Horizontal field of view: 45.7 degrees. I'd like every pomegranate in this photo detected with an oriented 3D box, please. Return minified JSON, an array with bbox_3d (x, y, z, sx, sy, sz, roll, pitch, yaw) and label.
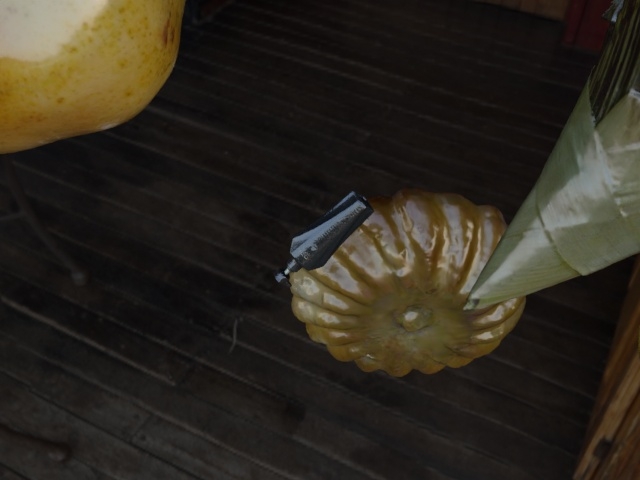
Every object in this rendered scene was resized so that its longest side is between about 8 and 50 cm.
[{"bbox_3d":[-0.332,-0.296,0.821,0.417,0.416,0.416,1,45,-1],"label":"pomegranate"}]

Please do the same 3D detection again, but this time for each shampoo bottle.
[{"bbox_3d":[0.000,0.000,0.849,0.048,0.137,0.027,45,19,-7],"label":"shampoo bottle"}]

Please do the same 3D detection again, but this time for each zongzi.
[{"bbox_3d":[0.250,-0.083,0.679,0.317,0.289,0.154,-28,41,-3],"label":"zongzi"}]

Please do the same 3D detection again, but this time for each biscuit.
[{"bbox_3d":[0.120,0.076,1.003,0.326,0.325,0.107,2,43,-1],"label":"biscuit"}]

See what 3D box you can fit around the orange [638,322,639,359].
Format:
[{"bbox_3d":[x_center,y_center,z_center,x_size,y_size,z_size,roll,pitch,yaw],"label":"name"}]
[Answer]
[{"bbox_3d":[0.513,0.116,0.862,0.279,0.279,0.235,-30,86,-29],"label":"orange"}]
